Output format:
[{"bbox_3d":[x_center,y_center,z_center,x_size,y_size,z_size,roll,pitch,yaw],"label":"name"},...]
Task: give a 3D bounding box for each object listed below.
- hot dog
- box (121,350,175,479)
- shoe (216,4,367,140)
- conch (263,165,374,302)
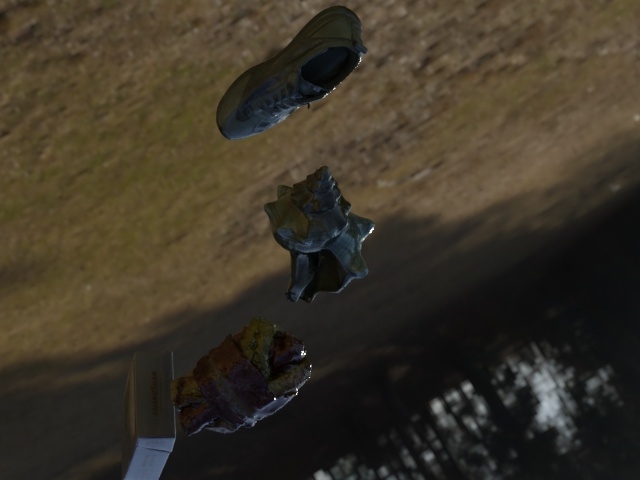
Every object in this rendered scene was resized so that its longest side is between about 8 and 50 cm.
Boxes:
[{"bbox_3d":[-0.111,0.201,1.796,0.213,0.103,0.146,-42,126,11],"label":"hot dog"},{"bbox_3d":[-0.282,0.289,2.085,0.067,0.149,0.233,0,153,-15],"label":"box"},{"bbox_3d":[-0.042,-0.240,1.956,0.275,0.098,0.103,-41,128,14],"label":"shoe"},{"bbox_3d":[0.010,-0.010,1.568,0.114,0.137,0.234,-53,143,-23],"label":"conch"}]
